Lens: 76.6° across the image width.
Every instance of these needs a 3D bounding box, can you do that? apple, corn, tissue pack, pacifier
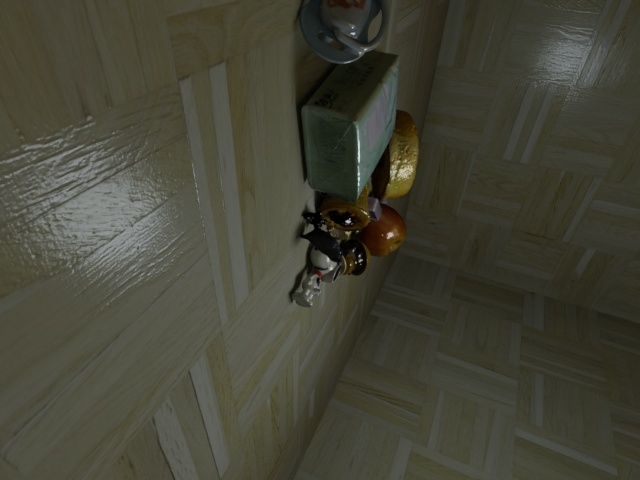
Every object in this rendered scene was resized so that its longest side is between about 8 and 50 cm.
[{"bbox_3d":[0.335,-0.052,2.213,0.301,0.302,0.301,17,90,-73],"label":"apple"},{"bbox_3d":[0.127,-0.144,1.807,0.123,0.122,0.305,109,6,-71],"label":"corn"},{"bbox_3d":[0.109,-0.390,1.348,0.331,0.206,0.404,86,26,-50],"label":"tissue pack"},{"bbox_3d":[0.052,-0.594,1.099,0.207,0.228,0.278,5,-106,67],"label":"pacifier"}]

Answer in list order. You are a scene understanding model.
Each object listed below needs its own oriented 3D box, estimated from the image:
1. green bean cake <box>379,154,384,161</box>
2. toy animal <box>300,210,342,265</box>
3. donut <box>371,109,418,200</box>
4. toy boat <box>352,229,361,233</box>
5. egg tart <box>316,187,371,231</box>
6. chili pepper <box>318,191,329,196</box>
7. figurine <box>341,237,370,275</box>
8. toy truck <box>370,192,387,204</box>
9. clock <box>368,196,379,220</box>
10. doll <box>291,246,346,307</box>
[{"bbox_3d":[0.337,-0.450,2.171,0.208,0.107,0.193,-44,145,-60],"label":"green bean cake"},{"bbox_3d":[-0.001,0.004,1.457,0.121,0.117,0.210,72,-6,-70],"label":"toy animal"},{"bbox_3d":[0.341,-0.381,1.856,0.377,0.164,0.434,-97,-174,-61],"label":"donut"},{"bbox_3d":[0.173,-0.064,2.100,0.140,0.066,0.059,-160,-105,-79],"label":"toy boat"},{"bbox_3d":[0.100,-0.136,1.585,0.215,0.216,0.170,68,31,-64],"label":"egg tart"},{"bbox_3d":[0.052,-0.270,1.542,0.088,0.059,0.226,80,29,-47],"label":"chili pepper"},{"bbox_3d":[0.155,0.098,2.027,0.257,0.167,0.192,-36,153,-59],"label":"figurine"},{"bbox_3d":[0.341,-0.183,2.410,0.215,0.116,0.110,89,25,-45],"label":"toy truck"},{"bbox_3d":[0.212,-0.161,1.979,0.197,0.150,0.063,43,62,-71],"label":"clock"},{"bbox_3d":[-0.009,0.150,1.653,0.208,0.144,0.271,37,66,-50],"label":"doll"}]
